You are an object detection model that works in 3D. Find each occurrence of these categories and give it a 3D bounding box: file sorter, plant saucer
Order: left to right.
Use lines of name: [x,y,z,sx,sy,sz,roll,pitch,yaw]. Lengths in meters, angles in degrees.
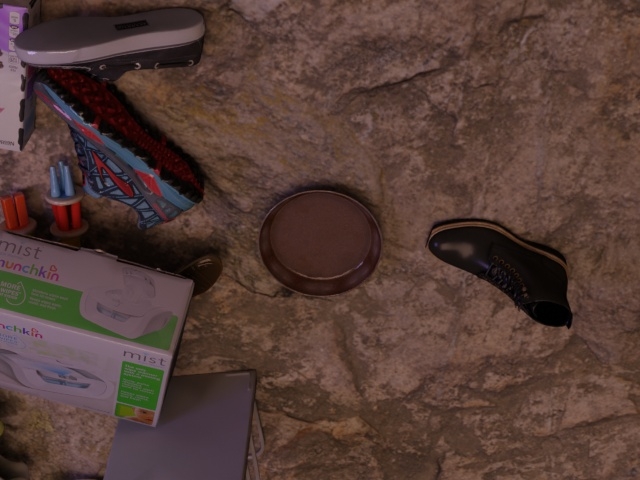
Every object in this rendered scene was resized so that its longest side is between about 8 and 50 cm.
file sorter: [-0.184,0.344,1.665,0.193,0.277,0.173,-5,125,6]
plant saucer: [0.000,0.000,1.590,0.168,0.029,0.168,1,120,2]

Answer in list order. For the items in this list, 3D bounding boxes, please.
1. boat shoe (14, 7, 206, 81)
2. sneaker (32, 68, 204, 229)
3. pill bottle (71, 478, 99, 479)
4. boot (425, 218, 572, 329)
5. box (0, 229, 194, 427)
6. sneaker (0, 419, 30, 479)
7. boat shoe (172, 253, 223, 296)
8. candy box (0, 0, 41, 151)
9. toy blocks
boat shoe: [-0.250,-0.227,1.420,0.229,0.080,0.076,-13,132,-19]
sneaker: [-0.277,-0.107,1.498,0.125,0.104,0.262,-37,112,24]
pill bottle: [-0.371,0.524,1.844,0.160,0.160,0.283,6,121,-1]
boot: [0.238,0.044,1.542,0.198,0.137,0.077,12,120,-4]
box: [-0.318,0.120,1.574,0.262,0.126,0.231,16,147,-5]
sneaker: [-0.554,0.251,1.725,0.147,0.145,0.384,-23,122,-8]
boat shoe: [-0.186,0.055,1.622,0.135,0.045,0.050,-37,120,25]
candy box: [-0.438,-0.221,1.455,0.165,0.070,0.196,9,121,-3]
toy blocks: [-0.373,-0.036,1.572,0.123,0.054,0.148,1,119,4]
